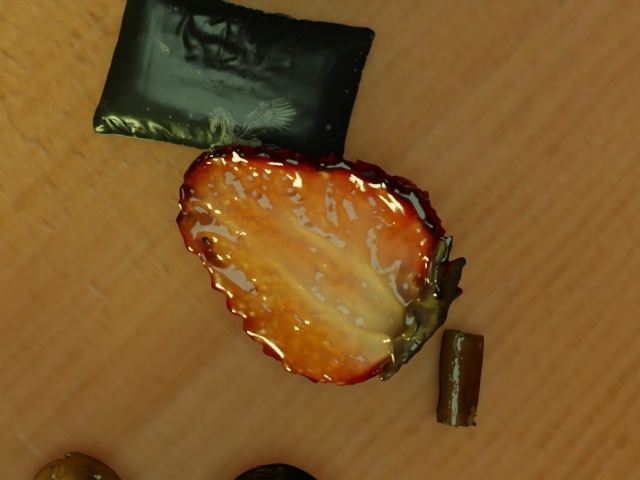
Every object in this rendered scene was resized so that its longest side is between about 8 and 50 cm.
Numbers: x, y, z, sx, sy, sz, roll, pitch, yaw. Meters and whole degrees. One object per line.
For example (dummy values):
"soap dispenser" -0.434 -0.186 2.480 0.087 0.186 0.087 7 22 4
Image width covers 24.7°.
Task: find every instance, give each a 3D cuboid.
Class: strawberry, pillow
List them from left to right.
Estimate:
"pillow" -0.071 -0.131 1.198 0.208 0.055 0.141 14 94 -7
"strawberry" 0.000 0.000 1.190 0.236 0.111 0.190 35 110 0

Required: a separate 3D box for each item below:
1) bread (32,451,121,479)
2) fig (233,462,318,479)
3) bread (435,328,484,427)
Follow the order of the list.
"bread" -0.191 0.269 1.195 0.114 0.077 0.189 -9 78 28
"fig" -0.014 0.263 1.205 0.117 0.117 0.177 -39 118 -2
"bread" 0.117 0.117 1.236 0.036 0.047 0.083 5 91 25
